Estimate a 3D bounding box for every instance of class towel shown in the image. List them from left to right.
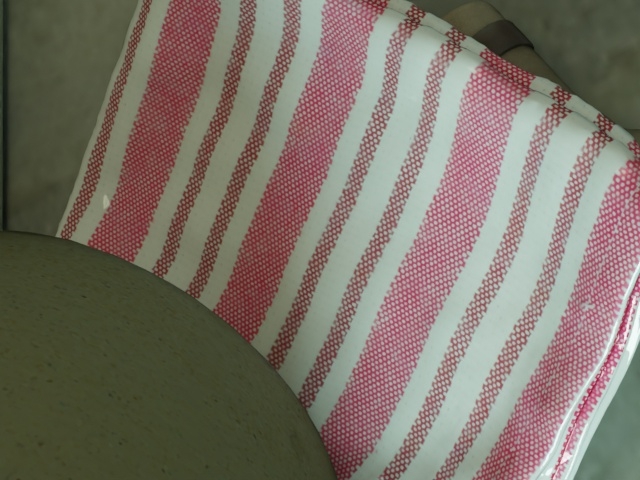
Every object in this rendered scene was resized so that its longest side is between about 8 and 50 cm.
[{"bbox_3d":[0.000,0.000,0.551,0.197,0.029,0.144,35,114,31],"label":"towel"}]

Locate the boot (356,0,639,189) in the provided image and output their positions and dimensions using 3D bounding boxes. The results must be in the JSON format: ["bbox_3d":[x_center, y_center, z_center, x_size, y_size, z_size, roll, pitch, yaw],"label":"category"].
[{"bbox_3d":[0.061,-0.032,0.556,0.118,0.042,0.087,-29,61,16],"label":"boot"}]

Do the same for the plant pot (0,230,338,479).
[{"bbox_3d":[-0.094,0.109,0.483,0.284,0.284,0.191,9,47,29],"label":"plant pot"}]

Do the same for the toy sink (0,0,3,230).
[{"bbox_3d":[-0.239,-0.038,0.657,0.234,0.131,0.153,-12,68,24],"label":"toy sink"}]
